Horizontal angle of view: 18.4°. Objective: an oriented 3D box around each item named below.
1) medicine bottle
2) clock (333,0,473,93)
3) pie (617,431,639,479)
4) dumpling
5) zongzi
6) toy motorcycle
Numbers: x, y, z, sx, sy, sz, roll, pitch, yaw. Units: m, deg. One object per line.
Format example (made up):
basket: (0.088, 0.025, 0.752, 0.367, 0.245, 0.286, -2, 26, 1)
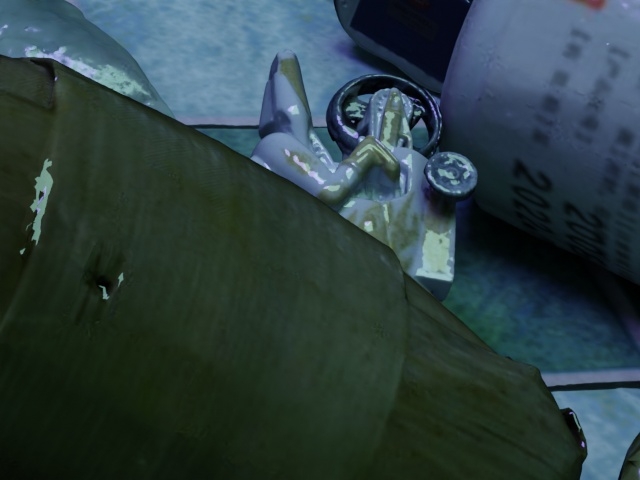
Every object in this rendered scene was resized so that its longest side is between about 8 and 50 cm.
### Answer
medicine bottle: (0.267, -0.046, 1.061, 0.371, 0.211, 0.211, 27, 36, 21)
clock: (0.108, -0.208, 1.309, 0.199, 0.146, 0.243, 27, 40, 12)
pie: (0.264, 0.207, 0.747, 0.371, 0.078, 0.296, 30, 41, -2)
dumpling: (-0.170, -0.075, 1.049, 0.149, 0.105, 0.216, -12, 41, -33)
zongzi: (-0.051, 0.065, 0.885, 0.447, 0.181, 0.418, 30, -4, -14)
toy motorcycle: (0.000, 0.000, 1.002, 0.151, 0.074, 0.228, 5, 58, -10)
